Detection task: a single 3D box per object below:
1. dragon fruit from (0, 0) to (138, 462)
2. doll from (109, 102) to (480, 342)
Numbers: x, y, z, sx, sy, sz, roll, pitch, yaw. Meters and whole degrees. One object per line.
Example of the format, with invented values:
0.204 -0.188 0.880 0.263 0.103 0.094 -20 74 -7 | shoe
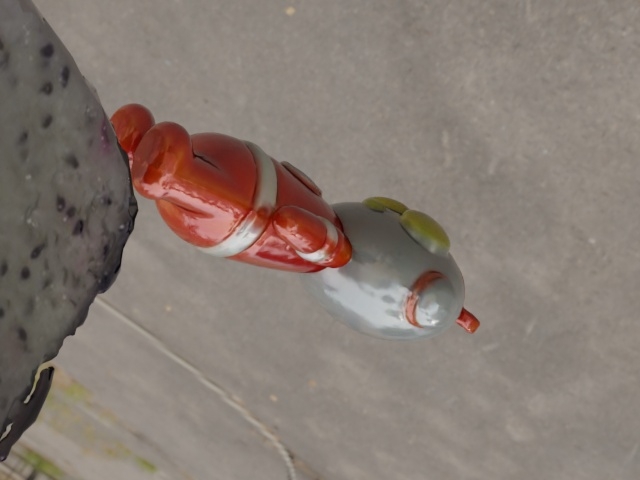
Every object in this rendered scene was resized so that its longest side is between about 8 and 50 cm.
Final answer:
-0.219 0.007 0.353 0.203 0.283 0.221 5 141 19 | dragon fruit
0.000 0.000 0.575 0.245 0.076 0.142 24 -176 -30 | doll
